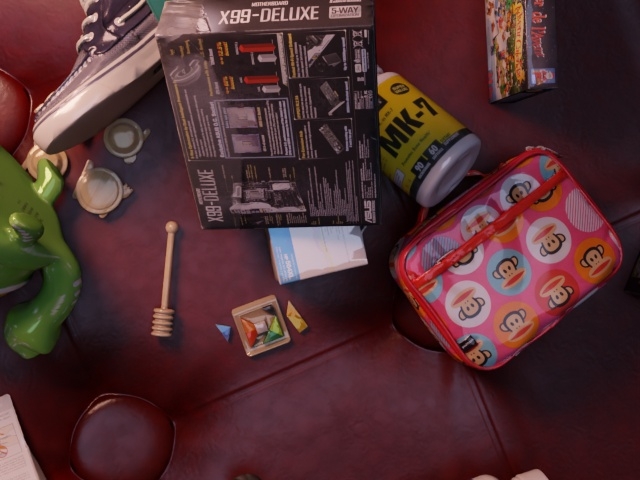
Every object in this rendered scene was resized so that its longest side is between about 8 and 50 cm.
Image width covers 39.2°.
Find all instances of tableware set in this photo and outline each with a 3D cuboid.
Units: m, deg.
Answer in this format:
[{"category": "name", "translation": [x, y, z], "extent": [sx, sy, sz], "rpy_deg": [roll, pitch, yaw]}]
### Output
[{"category": "tableware set", "translation": [-0.326, -0.123, 1.238], "extent": [0.168, 0.020, 0.141], "rpy_deg": [28, 87, -6]}]

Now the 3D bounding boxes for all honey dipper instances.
[{"category": "honey dipper", "translation": [-0.214, 0.053, 1.254], "extent": [0.030, 0.030, 0.161], "rpy_deg": [6, 90, -8]}]

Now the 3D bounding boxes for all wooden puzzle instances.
[{"category": "wooden puzzle", "translation": [-0.083, 0.121, 1.281], "extent": [0.116, 0.014, 0.079], "rpy_deg": [-27, 95, -6]}]

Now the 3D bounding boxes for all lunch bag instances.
[{"category": "lunch bag", "translation": [0.251, 0.012, 1.278], "extent": [0.293, 0.120, 0.258], "rpy_deg": [-37, 92, -6]}]

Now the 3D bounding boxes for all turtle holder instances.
[{"category": "turtle holder", "translation": [-0.452, -0.015, 1.140], "extent": [0.227, 0.243, 0.320], "rpy_deg": [-39, 136, 10]}]

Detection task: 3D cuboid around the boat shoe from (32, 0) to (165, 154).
[{"category": "boat shoe", "translation": [-0.279, -0.272, 1.189], "extent": [0.158, 0.127, 0.340], "rpy_deg": [46, 72, -1]}]

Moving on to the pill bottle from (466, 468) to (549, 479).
[{"category": "pill bottle", "translation": [0.204, 0.423, 1.261], "extent": [0.271, 0.152, 0.152], "rpy_deg": [-18, 94, -7]}]

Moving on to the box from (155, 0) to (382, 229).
[{"category": "box", "translation": [-0.048, -0.145, 1.094], "extent": [0.242, 0.077, 0.308], "rpy_deg": [-2, 136, 6]}]

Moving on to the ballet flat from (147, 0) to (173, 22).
[{"category": "ballet flat", "translation": [-0.108, -0.259, 1.144], "extent": [0.139, 0.139, 0.400], "rpy_deg": [-34, 131, -6]}]

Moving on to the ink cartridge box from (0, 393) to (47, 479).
[{"category": "ink cartridge box", "translation": [-0.467, 0.350, 1.228], "extent": [0.180, 0.056, 0.225], "rpy_deg": [-22, 76, -6]}]

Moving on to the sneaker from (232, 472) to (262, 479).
[{"category": "sneaker", "translation": [-0.015, 0.458, 1.262], "extent": [0.146, 0.122, 0.331], "rpy_deg": [-27, 94, -24]}]

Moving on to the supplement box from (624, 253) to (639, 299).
[{"category": "supplement box", "translation": [0.537, 0.010, 1.317], "extent": [0.080, 0.104, 0.188], "rpy_deg": [23, 89, -8]}]

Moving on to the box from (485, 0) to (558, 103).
[{"category": "box", "translation": [0.274, -0.315, 1.244], "extent": [0.044, 0.159, 0.233], "rpy_deg": [-3, 92, -8]}]

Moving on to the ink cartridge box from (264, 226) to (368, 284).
[{"category": "ink cartridge box", "translation": [0.000, 0.000, 1.249], "extent": [0.143, 0.092, 0.090], "rpy_deg": [-12, 94, -7]}]

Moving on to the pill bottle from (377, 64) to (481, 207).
[{"category": "pill bottle", "translation": [0.104, -0.152, 1.219], "extent": [0.208, 0.119, 0.119], "rpy_deg": [41, 86, 17]}]
